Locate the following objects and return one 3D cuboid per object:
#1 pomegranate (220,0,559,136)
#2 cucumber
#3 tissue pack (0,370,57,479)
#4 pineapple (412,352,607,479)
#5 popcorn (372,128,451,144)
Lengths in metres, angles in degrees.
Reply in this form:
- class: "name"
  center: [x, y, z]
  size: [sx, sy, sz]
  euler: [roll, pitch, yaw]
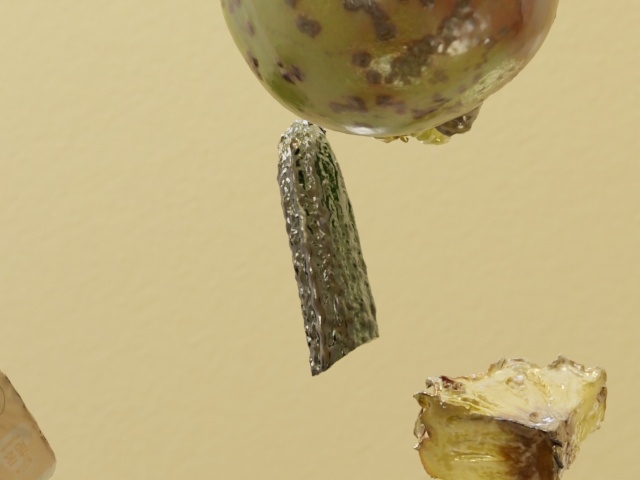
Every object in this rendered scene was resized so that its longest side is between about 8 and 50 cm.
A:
- class: "pomegranate"
  center: [0.040, -0.180, 1.001]
  size: [0.198, 0.198, 0.246]
  euler: [22, 66, -80]
- class: "cucumber"
  center: [0.001, -0.001, 1.731]
  size: [0.077, 0.077, 0.265]
  euler: [42, 34, -69]
- class: "tissue pack"
  center: [-0.387, 0.283, 1.613]
  size: [0.238, 0.238, 0.305]
  euler: [57, 46, -14]
- class: "pineapple"
  center: [0.133, 0.117, 1.174]
  size: [0.116, 0.137, 0.069]
  euler: [-133, -150, -61]
- class: "popcorn"
  center: [0.094, -0.160, 1.693]
  size: [0.126, 0.126, 0.145]
  euler: [-1, 87, -67]
